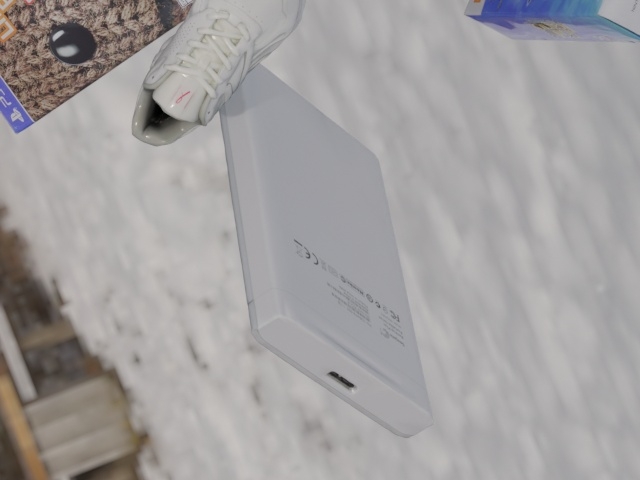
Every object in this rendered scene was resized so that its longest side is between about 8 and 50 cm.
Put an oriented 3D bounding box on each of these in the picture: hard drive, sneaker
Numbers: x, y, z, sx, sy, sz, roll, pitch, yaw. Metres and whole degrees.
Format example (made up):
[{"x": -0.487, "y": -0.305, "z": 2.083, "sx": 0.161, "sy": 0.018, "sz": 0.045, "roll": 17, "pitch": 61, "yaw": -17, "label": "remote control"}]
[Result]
[{"x": 0.000, "y": 0.000, "z": 1.922, "sx": 0.233, "sy": 0.047, "sz": 0.353, "roll": 36, "pitch": -149, "yaw": -38, "label": "hard drive"}, {"x": -0.089, "y": -0.151, "z": 1.644, "sx": 0.232, "sy": 0.090, "sz": 0.115, "roll": -53, "pitch": 8, "yaw": 47, "label": "sneaker"}]

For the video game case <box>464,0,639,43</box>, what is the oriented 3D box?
[{"x": 0.244, "y": -0.293, "z": 1.700, "sx": 0.244, "sy": 0.061, "sz": 0.269, "roll": -68, "pitch": 21, "yaw": -2, "label": "video game case"}]

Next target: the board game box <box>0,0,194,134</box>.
[{"x": -0.252, "y": -0.293, "z": 2.042, "sx": 0.232, "sy": 0.291, "sz": 0.141, "roll": 54, "pitch": -155, "yaw": -9, "label": "board game box"}]
